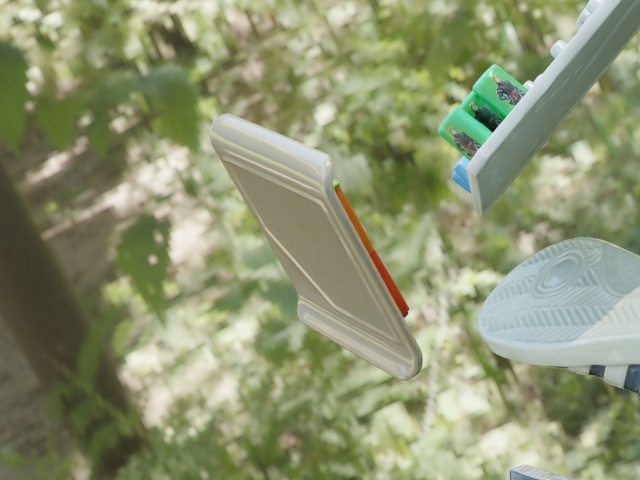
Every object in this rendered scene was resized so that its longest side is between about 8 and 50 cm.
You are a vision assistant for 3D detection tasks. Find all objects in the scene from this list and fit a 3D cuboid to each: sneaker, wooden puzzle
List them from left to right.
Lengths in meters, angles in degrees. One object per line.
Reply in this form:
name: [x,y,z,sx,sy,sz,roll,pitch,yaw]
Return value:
wooden puzzle: [0.000,0.000,1.656,0.044,0.239,0.221,-34,29,-19]
sneaker: [0.273,0.089,1.437,0.131,0.148,0.350,-52,27,-20]

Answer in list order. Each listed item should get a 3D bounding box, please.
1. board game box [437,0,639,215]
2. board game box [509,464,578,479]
board game box: [0.241,-0.199,1.499,0.390,0.050,0.390,-50,-7,1]
board game box: [0.309,0.378,2.253,0.194,0.194,0.060,30,14,26]
